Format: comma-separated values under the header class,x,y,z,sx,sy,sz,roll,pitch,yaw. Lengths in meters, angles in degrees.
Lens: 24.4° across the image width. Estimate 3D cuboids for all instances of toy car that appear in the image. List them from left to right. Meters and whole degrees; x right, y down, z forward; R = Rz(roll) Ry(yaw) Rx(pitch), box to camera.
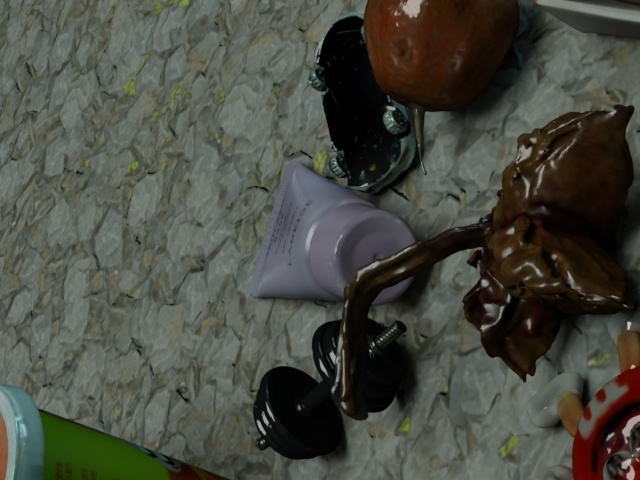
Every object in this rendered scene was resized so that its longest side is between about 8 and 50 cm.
class,x,y,z,sx,sy,sz,roll,pitch,yaw
toy car,0.045,-0.143,1.509,0.095,0.056,0.205,-39,48,34

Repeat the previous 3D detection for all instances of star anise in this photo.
class,x,y,z,sx,sy,sz,roll,pitch,yaw
star anise,0.146,0.030,1.216,0.346,0.148,0.237,-40,27,15

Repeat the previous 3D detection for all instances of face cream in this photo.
class,x,y,z,sx,sy,sz,roll,pitch,yaw
face cream,0.000,0.000,1.484,0.274,0.096,0.154,14,90,66

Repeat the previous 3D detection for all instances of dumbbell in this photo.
class,x,y,z,sx,sy,sz,roll,pitch,yaw
dumbbell,0.007,0.138,1.385,0.208,0.099,0.099,-43,44,31

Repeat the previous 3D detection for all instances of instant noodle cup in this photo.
class,x,y,z,sx,sy,sz,roll,pitch,yaw
instant noodle cup,-0.239,0.300,1.441,0.294,0.308,0.294,-28,52,42

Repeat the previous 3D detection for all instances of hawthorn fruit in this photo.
class,x,y,z,sx,sy,sz,roll,pitch,yaw
hawthorn fruit,0.097,-0.184,1.387,0.189,0.149,0.149,-53,39,13

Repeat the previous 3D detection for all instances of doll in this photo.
class,x,y,z,sx,sy,sz,roll,pitch,yaw
doll,0.232,0.149,1.114,0.183,0.085,0.217,-50,32,22

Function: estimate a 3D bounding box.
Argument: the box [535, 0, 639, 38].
class,x,y,z,sx,sy,sz,roll,pitch,yaw
box,0.269,-0.335,1.117,0.312,0.300,0.314,21,89,53
